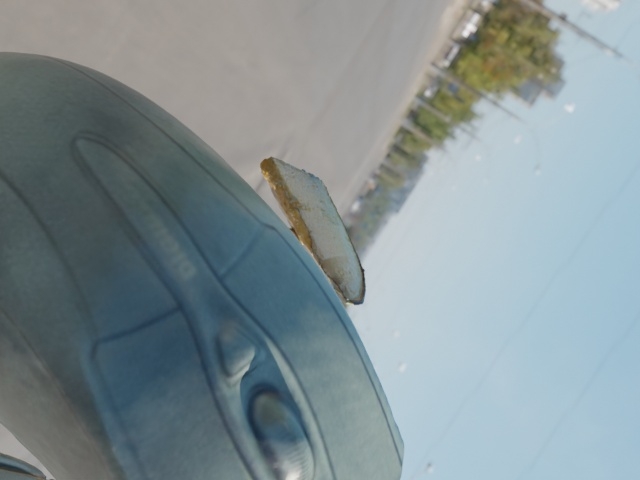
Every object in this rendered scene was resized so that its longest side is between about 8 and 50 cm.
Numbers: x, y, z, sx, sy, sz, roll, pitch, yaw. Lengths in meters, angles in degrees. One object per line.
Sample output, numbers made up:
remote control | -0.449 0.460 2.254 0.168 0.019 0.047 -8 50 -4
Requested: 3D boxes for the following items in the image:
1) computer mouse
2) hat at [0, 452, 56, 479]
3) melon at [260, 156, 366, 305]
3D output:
computer mouse | -0.084 0.048 0.663 0.188 0.371 0.122 -38 -175 -32
hat | -0.265 0.283 1.056 0.226 0.164 0.219 -5 142 -37
melon | 0.002 0.001 1.268 0.054 0.182 0.098 -33 157 7
